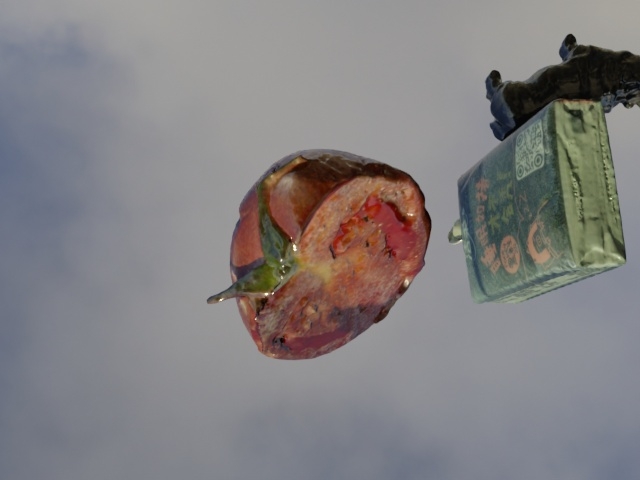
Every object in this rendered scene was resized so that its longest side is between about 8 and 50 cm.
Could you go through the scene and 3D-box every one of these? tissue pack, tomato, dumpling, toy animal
[{"bbox_3d":[0.302,-0.040,1.071,0.103,0.315,0.227,1,-104,-12],"label":"tissue pack"},{"bbox_3d":[-0.005,-0.003,0.941,0.309,0.308,0.170,-22,-127,-31],"label":"tomato"},{"bbox_3d":[0.257,-0.014,1.335,0.059,0.043,0.077,-42,-140,-19],"label":"dumpling"},{"bbox_3d":[0.430,-0.250,1.169,0.343,0.106,0.168,-11,-125,27],"label":"toy animal"}]
